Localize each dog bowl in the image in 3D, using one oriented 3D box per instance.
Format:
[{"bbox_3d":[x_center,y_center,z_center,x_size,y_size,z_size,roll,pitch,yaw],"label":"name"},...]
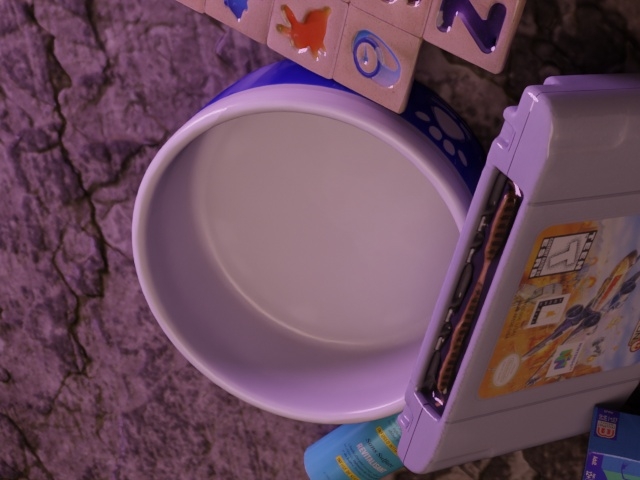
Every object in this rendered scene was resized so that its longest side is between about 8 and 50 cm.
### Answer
[{"bbox_3d":[0.000,0.000,0.886,0.265,0.104,0.264,8,119,15],"label":"dog bowl"}]

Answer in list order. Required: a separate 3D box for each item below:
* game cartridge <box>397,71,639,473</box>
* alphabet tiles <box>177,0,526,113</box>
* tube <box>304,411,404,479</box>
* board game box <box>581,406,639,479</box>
[{"bbox_3d":[0.172,0.026,0.798,0.198,0.062,0.297,-5,127,-27],"label":"game cartridge"},{"bbox_3d":[-0.007,-0.249,0.746,0.343,0.011,0.285,30,128,23],"label":"alphabet tiles"},{"bbox_3d":[0.079,0.146,0.974,0.207,0.052,0.080,-36,111,24],"label":"tube"},{"bbox_3d":[0.294,0.208,0.869,0.210,0.047,0.160,9,132,13],"label":"board game box"}]
